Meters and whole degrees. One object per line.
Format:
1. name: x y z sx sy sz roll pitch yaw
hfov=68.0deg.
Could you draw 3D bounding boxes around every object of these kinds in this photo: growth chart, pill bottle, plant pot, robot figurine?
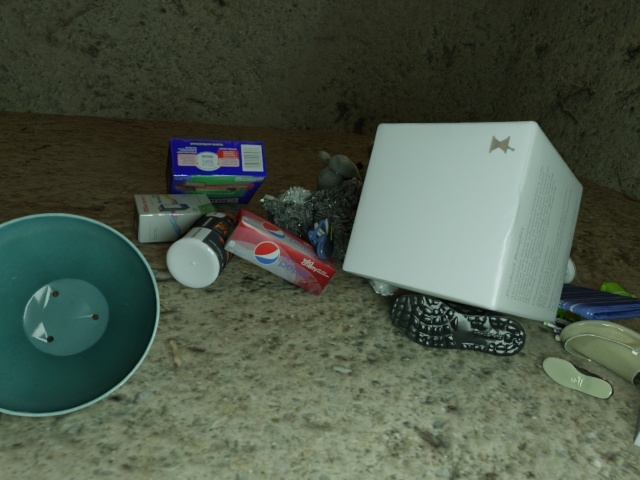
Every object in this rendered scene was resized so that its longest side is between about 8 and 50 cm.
1. growth chart: 0.633 0.206 1.193 0.172 0.021 0.237 12 23 10
2. pill bottle: -0.277 0.008 1.191 0.130 0.130 0.245 10 24 3
3. plant pot: -0.422 0.120 0.771 0.290 0.290 0.195 -2 -10 -24
4. robot figurine: 0.806 0.159 1.298 0.101 0.067 0.115 21 24 -2

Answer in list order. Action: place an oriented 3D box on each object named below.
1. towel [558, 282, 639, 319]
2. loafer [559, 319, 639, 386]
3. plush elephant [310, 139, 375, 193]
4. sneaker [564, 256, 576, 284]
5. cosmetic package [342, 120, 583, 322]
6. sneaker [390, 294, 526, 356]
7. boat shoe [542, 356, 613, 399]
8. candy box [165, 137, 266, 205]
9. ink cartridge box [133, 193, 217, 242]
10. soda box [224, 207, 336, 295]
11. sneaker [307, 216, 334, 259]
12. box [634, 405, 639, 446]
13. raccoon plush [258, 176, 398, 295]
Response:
1. towel: 0.611 0.145 1.179 0.243 0.040 0.336 1 5 -21
2. loafer: 0.649 0.248 1.000 0.268 0.102 0.092 14 44 26
3. plush elephant: 0.082 -0.207 1.630 0.255 0.272 0.330 24 39 -32
4. sneaker: 0.685 0.030 1.475 0.127 0.126 0.321 -7 26 -20
5. cosmetic package: 0.319 -0.030 1.017 0.327 0.329 0.394 12 -4 40
6. sneaker: 0.297 0.186 1.061 0.283 0.107 0.124 14 4 12
7. boat shoe: 0.520 0.280 0.962 0.133 0.049 0.042 22 -2 42
8. candy box: -0.334 -0.201 1.472 0.268 0.122 0.317 -2 -9 -20
9. ink cartridge box: -0.417 -0.066 1.360 0.212 0.093 0.154 -4 27 -24
10. soda box: -0.095 0.028 1.141 0.263 0.083 0.092 28 17 -20
11. sneaker: 0.000 0.000 1.172 0.059 0.053 0.144 -13 33 14
12. box: 0.635 0.283 0.830 0.091 0.170 0.130 24 29 31
13. raccoon plush: 0.001 -0.022 1.283 0.299 0.216 0.446 -10 30 -7
